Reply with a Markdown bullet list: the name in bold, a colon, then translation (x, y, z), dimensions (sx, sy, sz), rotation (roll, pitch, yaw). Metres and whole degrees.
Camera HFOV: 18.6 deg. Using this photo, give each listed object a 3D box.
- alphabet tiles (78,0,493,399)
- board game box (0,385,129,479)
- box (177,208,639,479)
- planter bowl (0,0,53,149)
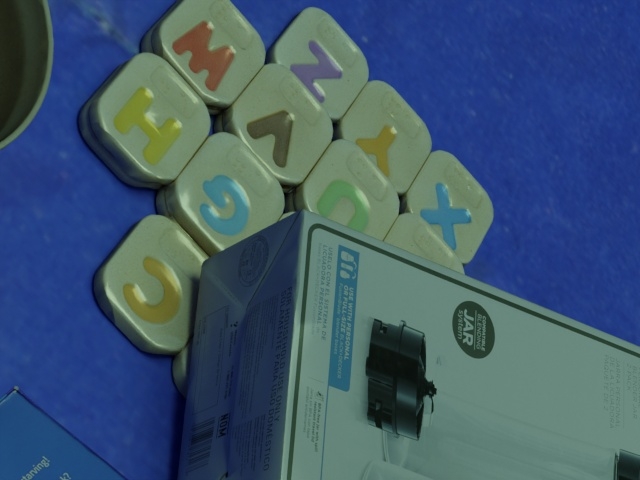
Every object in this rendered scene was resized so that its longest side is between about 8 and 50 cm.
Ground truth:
- **alphabet tiles**: translation (0.000, 0.000, 1.040), dimensions (0.284, 0.021, 0.278), rotation (48, 43, -13)
- **board game box**: translation (-0.131, 0.234, 0.627), dimensions (0.233, 0.078, 0.347), rotation (38, 49, 12)
- **box**: translation (0.075, 0.114, 0.967), dimensions (0.290, 0.087, 0.169), rotation (23, 58, -31)
- **planter bowl**: translation (-0.208, -0.082, 0.817), dimensions (0.162, 0.109, 0.162), rotation (23, 53, -33)
